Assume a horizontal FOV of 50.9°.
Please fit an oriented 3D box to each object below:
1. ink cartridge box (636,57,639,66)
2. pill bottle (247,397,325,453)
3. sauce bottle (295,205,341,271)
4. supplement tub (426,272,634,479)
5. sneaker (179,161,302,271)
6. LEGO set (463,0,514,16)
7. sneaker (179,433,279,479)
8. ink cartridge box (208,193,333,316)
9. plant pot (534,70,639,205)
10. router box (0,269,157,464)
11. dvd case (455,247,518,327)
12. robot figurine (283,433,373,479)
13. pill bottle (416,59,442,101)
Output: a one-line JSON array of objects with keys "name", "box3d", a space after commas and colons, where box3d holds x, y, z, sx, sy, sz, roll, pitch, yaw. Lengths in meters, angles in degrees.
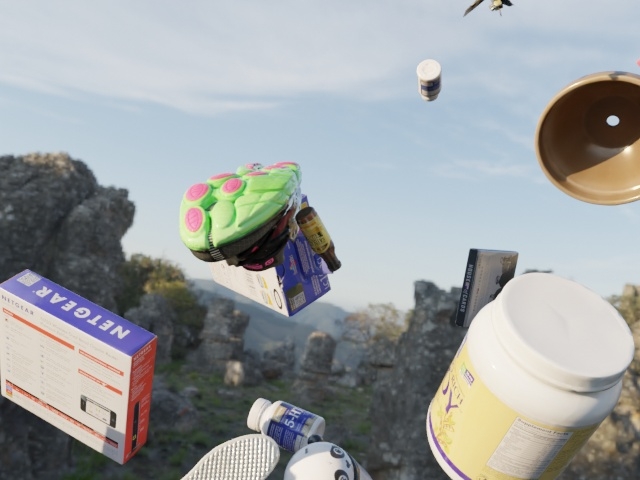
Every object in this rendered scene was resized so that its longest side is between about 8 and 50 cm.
[{"name": "ink cartridge box", "box3d": [0.846, -0.416, 1.514, 0.092, 0.159, 0.218, -27, -12, -16]}, {"name": "pill bottle", "box3d": [-0.092, 0.489, 1.774, 0.186, 0.112, 0.112, 17, -2, 19]}, {"name": "sauce bottle", "box3d": [0.000, 0.000, 1.186, 0.042, 0.042, 0.128, 1, -48, 47]}, {"name": "supplement tub", "box3d": [0.327, 0.240, 1.083, 0.240, 0.241, 0.332, 9, -50, -7]}, {"name": "sneaker", "box3d": [-0.113, -0.031, 1.235, 0.185, 0.203, 0.483, -2, 11, 12]}, {"name": "LEGO set", "box3d": [0.298, -0.504, 1.037, 0.255, 0.331, 0.192, 51, -3, 34]}, {"name": "sneaker", "box3d": [-0.202, 0.475, 1.332, 0.282, 0.102, 0.161, -30, -17, -4]}, {"name": "ink cartridge box", "box3d": [-0.136, 0.012, 1.647, 0.151, 0.270, 0.395, -31, 31, -30]}, {"name": "plant pot", "box3d": [0.503, -0.189, 1.167, 0.237, 0.238, 0.110, 4, 33, 30]}, {"name": "router box", "box3d": [-0.505, 0.261, 1.382, 0.335, 0.301, 0.082, 24, 32, 15]}, {"name": "dvd case", "box3d": [0.397, 0.109, 1.586, 0.029, 0.180, 0.238, 13, 6, 38]}, {"name": "robot figurine", "box3d": [0.031, 0.571, 1.537, 0.209, 0.174, 0.278, 16, -27, 39]}, {"name": "pill bottle", "box3d": [0.299, -0.433, 1.837, 0.067, 0.067, 0.120, 6, -20, 13]}]
